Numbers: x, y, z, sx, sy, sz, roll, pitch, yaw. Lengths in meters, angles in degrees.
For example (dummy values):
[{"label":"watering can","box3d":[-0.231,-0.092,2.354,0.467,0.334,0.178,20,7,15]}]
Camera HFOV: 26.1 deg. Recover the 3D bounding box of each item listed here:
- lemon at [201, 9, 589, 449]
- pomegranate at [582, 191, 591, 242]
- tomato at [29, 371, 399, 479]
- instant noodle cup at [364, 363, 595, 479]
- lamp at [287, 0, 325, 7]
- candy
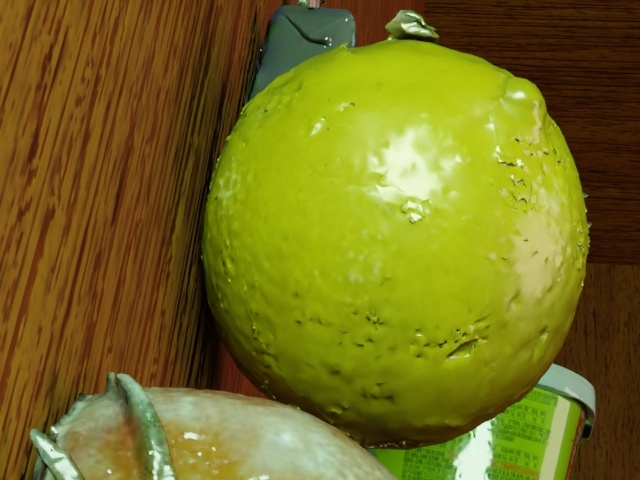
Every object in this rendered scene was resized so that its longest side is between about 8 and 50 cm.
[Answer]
[{"label":"lemon","box3d":[0.031,0.005,0.627,0.173,0.173,0.206,-74,178,-63]},{"label":"pomegranate","box3d":[0.126,-0.006,1.228,0.187,0.225,0.187,-12,90,-86]},{"label":"tomato","box3d":[-0.014,0.149,0.395,0.214,0.155,0.180,-81,175,-52]},{"label":"instant noodle cup","box3d":[0.151,0.302,1.528,0.294,0.294,0.307,78,22,-66]},{"label":"lamp","box3d":[-0.007,-0.156,0.849,0.063,0.031,0.083,-75,171,-58]},{"label":"candy","box3d":[0.000,0.000,0.833,0.312,0.061,0.088,83,13,-52]}]
